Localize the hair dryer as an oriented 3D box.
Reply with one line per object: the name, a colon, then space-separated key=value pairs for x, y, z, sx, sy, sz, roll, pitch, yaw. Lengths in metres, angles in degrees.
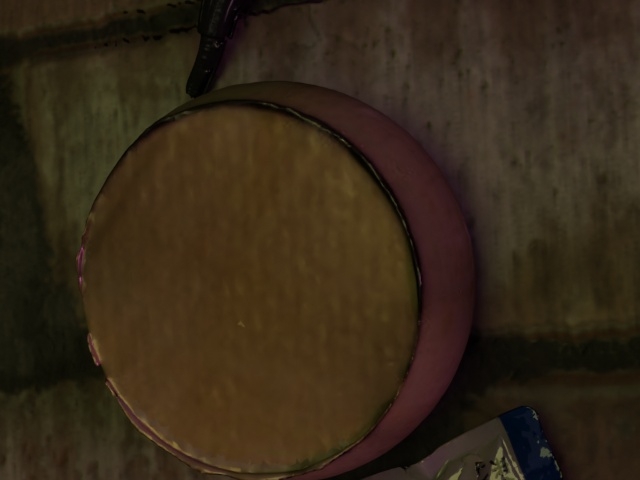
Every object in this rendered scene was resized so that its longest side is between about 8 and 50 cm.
hair dryer: x=-0.080 y=-0.206 z=1.264 sx=0.196 sy=0.075 sz=0.219 roll=19 pitch=104 yaw=37

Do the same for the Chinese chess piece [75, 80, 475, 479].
Chinese chess piece: x=-0.029 y=0.027 z=1.175 sx=0.257 sy=0.104 sz=0.257 roll=2 pitch=96 yaw=24

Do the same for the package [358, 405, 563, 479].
package: x=0.093 y=0.211 z=1.162 sx=0.173 sy=0.027 sz=0.171 roll=-29 pitch=75 yaw=27
